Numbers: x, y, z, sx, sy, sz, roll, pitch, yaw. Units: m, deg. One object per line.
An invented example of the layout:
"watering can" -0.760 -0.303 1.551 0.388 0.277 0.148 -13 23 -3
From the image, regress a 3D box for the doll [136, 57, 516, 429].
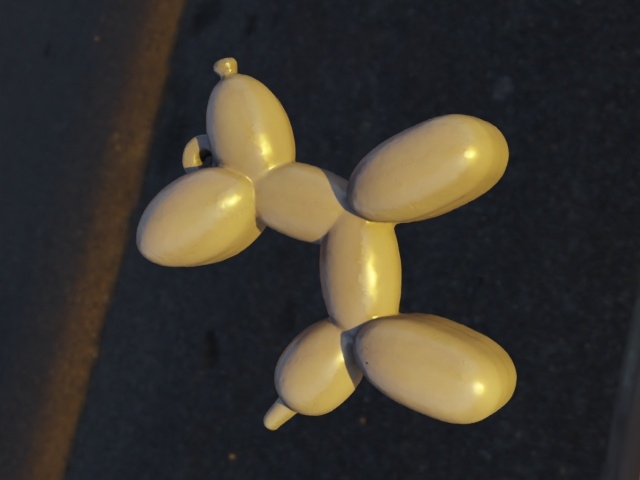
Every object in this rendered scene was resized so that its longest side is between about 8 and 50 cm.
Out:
"doll" 0.000 0.000 0.583 0.160 0.059 0.161 -3 92 20
